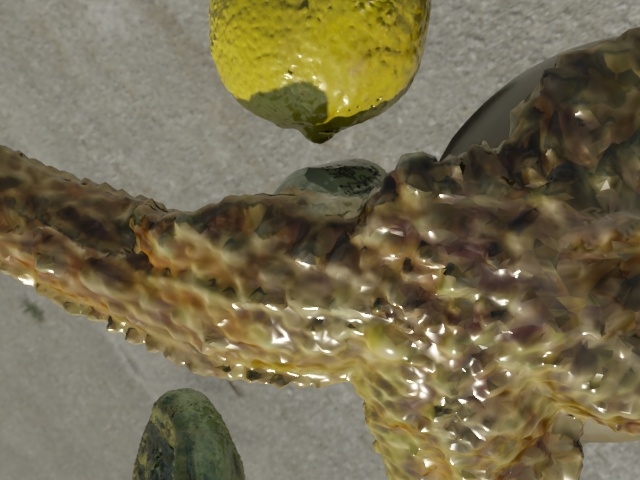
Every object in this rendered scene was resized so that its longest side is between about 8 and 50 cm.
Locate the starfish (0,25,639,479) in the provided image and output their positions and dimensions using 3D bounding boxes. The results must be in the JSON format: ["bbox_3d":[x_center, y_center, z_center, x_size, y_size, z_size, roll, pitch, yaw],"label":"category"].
[{"bbox_3d":[0.082,0.028,0.393,0.384,0.398,0.132,57,-171,-23],"label":"starfish"}]

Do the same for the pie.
[{"bbox_3d":[-0.162,0.311,1.147,0.277,0.078,0.277,-20,67,61],"label":"pie"}]

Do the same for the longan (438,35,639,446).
[{"bbox_3d":[0.179,0.011,0.618,0.243,0.300,0.300,30,141,3],"label":"longan"}]

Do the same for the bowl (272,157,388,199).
[{"bbox_3d":[0.000,0.000,1.194,0.211,0.112,0.211,-4,85,48],"label":"bowl"}]

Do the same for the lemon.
[{"bbox_3d":[0.001,-0.278,1.189,0.268,0.268,0.322,0,85,51],"label":"lemon"}]
